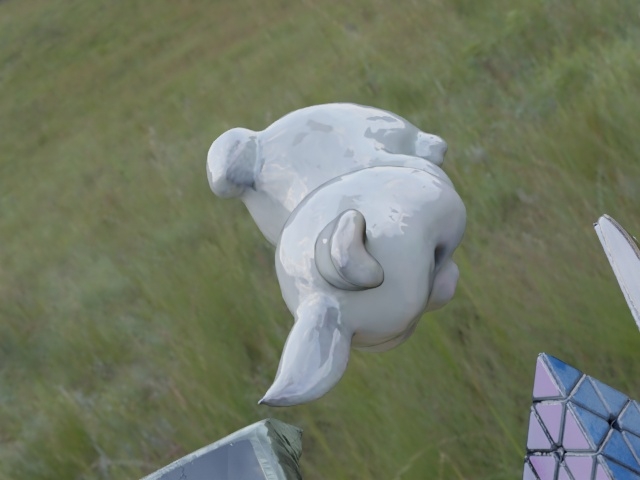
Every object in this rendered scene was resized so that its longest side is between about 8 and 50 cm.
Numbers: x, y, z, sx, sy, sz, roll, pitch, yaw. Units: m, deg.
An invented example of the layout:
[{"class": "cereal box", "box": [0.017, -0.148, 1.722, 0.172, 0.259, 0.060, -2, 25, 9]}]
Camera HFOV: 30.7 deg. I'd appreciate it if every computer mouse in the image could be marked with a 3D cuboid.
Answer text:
[{"class": "computer mouse", "box": [0.443, 0.064, 1.599, 0.056, 0.126, 0.245, -28, 44, 15]}]

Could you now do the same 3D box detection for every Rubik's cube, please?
[{"class": "Rubik's cube", "box": [0.309, 0.215, 1.371, 0.211, 0.178, 0.190, -30, 6, 0]}]

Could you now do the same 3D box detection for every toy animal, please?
[{"class": "toy animal", "box": [0.010, 0.001, 1.108, 0.368, 0.241, 0.196, -101, 26, -60]}]

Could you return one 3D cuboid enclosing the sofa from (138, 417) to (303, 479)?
[{"class": "sofa", "box": [-0.090, 0.346, 1.369, 0.210, 0.225, 0.176, -29, -19, 4]}]
